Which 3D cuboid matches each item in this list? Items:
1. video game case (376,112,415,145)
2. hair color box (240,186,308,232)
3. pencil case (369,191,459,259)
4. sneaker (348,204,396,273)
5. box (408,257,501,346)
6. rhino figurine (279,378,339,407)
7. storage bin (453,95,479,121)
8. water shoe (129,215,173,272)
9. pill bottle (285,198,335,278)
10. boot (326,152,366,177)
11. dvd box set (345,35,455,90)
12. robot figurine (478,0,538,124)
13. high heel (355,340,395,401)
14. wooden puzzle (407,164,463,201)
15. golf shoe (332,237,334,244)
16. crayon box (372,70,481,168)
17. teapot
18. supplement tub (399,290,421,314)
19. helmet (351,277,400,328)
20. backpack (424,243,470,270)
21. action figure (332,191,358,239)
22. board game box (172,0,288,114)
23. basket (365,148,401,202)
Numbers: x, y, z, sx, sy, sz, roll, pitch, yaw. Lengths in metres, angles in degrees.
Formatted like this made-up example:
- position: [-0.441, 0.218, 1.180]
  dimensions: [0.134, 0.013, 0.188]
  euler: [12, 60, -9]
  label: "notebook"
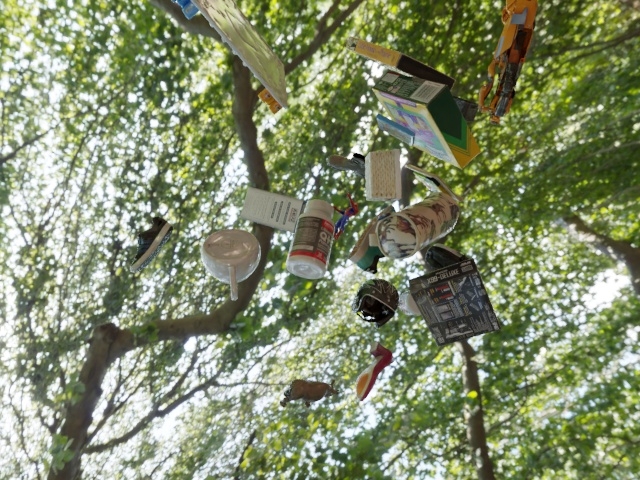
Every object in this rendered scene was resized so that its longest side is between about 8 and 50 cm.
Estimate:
- position: [0.224, -0.325, 1.219]
  dimensions: [0.119, 0.015, 0.166]
  euler: [31, -171, 8]
  label: "video game case"
- position: [-0.233, -0.155, 2.139]
  dimensions: [0.346, 0.174, 0.105]
  euler: [17, -178, 26]
  label: "hair color box"
- position: [0.346, -0.061, 1.455]
  dimensions: [0.183, 0.160, 0.410]
  euler: [11, -158, 35]
  label: "pencil case"
- position: [0.219, -0.002, 1.536]
  dimensions: [0.121, 0.108, 0.302]
  euler: [40, -119, -7]
  label: "sneaker"
- position: [0.487, 0.233, 1.493]
  dimensions: [0.308, 0.242, 0.077]
  euler: [57, -158, -28]
  label: "box"
- position: [-0.024, 0.537, 1.464]
  dimensions: [0.243, 0.106, 0.073]
  euler: [15, -146, -36]
  label: "rhino figurine"
- position: [0.646, -0.634, 1.965]
  dimensions: [0.121, 0.085, 0.180]
  euler: [-10, -145, -39]
  label: "storage bin"
- position: [-0.579, 0.012, 1.379]
  dimensions: [0.080, 0.203, 0.073]
  euler: [37, 175, 0]
  label: "water shoe"
- position: [-0.033, -0.011, 1.778]
  dimensions: [0.176, 0.176, 0.319]
  euler: [24, -121, -22]
  label: "pill bottle"
- position: [0.161, -0.414, 2.125]
  dimensions: [0.246, 0.161, 0.084]
  euler: [17, -106, -1]
  label: "boot"
- position: [0.326, -0.749, 1.743]
  dimensions: [0.307, 0.062, 0.420]
  euler: [8, -152, -33]
  label: "dvd box set"
- position: [0.466, -0.445, 1.042]
  dimensions: [0.084, 0.292, 0.211]
  euler: [15, -163, 15]
  label: "robot figurine"
- position: [0.206, 0.495, 1.504]
  dimensions: [0.117, 0.082, 0.244]
  euler: [43, -139, -15]
  label: "high heel"
- position: [0.543, -0.270, 1.973]
  dimensions: [0.238, 0.044, 0.221]
  euler: [31, -172, -30]
  label: "wooden puzzle"
- position: [0.000, 0.000, 2.035]
  dimensions: [0.120, 0.106, 0.273]
  euler: [0, -161, 8]
  label: "golf shoe"
- position: [0.390, -0.455, 1.542]
  dimensions: [0.313, 0.106, 0.363]
  euler: [43, -176, -37]
  label: "crayon box"
- position: [-0.357, 0.088, 1.669]
  dimensions: [0.252, 0.187, 0.256]
  euler: [22, -141, 25]
  label: "teapot"
- position: [0.427, 0.286, 1.902]
  dimensions: [0.117, 0.117, 0.190]
  euler: [41, 170, 5]
  label: "supplement tub"
- position: [0.205, 0.214, 1.480]
  dimensions: [0.169, 0.162, 0.169]
  euler: [34, -162, -13]
  label: "helmet"
- position: [0.569, 0.094, 1.884]
  dimensions: [0.181, 0.152, 0.115]
  euler: [34, -164, 22]
  label: "backpack"
- position: [0.097, -0.130, 2.013]
  dimensions: [0.139, 0.091, 0.280]
  euler: [58, -133, -17]
  label: "action figure"
- position: [-0.243, -0.589, 1.190]
  dimensions: [0.390, 0.050, 0.390]
  euler: [43, -157, -34]
  label: "board game box"
- position: [0.207, -0.214, 1.381]
  dimensions: [0.103, 0.168, 0.113]
  euler: [-1, 179, -3]
  label: "basket"
